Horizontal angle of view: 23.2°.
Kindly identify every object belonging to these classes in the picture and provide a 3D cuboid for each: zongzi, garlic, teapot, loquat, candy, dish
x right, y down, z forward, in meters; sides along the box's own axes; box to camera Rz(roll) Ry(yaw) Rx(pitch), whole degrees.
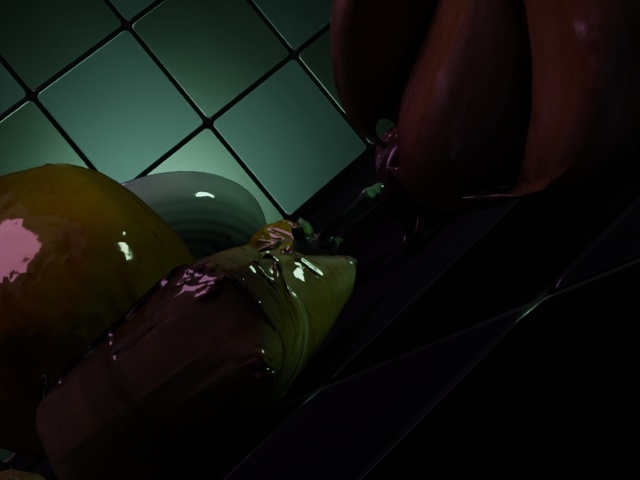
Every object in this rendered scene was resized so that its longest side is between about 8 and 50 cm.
[{"bbox_3d":[-0.070,0.076,0.977,0.194,0.099,0.197,-38,-7,24],"label":"zongzi"},{"bbox_3d":[0.115,-0.108,0.847,0.160,0.214,0.191,-21,-55,-45],"label":"garlic"},{"bbox_3d":[0.073,-0.038,1.128,0.045,0.067,0.100,140,145,-67],"label":"teapot"},{"bbox_3d":[-0.251,0.060,1.462,0.276,0.284,0.276,-18,-31,-11],"label":"loquat"},{"bbox_3d":[-0.003,0.000,1.209,0.073,0.077,0.262,-41,0,-23],"label":"candy"},{"bbox_3d":[-0.167,0.066,1.686,0.273,0.134,0.273,-17,-36,-13],"label":"dish"}]

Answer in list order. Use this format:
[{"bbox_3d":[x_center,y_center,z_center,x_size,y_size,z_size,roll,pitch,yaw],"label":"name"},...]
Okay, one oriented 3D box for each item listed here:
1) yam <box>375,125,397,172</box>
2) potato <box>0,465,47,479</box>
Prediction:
[{"bbox_3d":[0.109,-0.090,1.283,0.141,0.079,0.079,-38,4,44],"label":"yam"},{"bbox_3d":[-0.258,0.227,1.173,0.138,0.070,0.091,-41,3,-8],"label":"potato"}]
